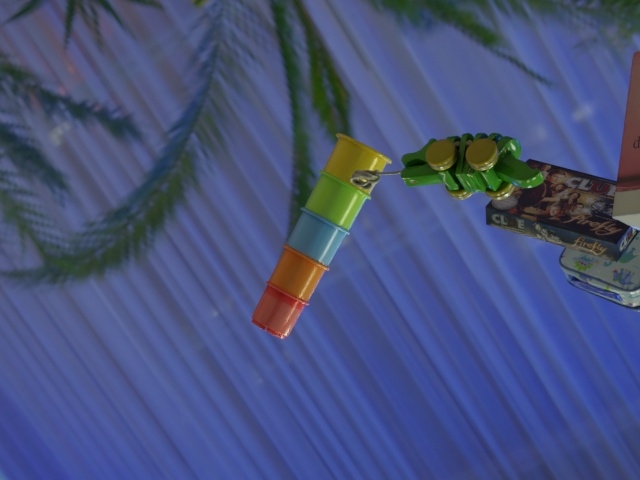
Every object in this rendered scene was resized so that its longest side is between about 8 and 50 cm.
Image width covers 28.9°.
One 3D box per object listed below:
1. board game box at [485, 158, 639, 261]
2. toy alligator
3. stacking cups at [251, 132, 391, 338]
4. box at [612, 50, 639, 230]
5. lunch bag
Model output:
[{"bbox_3d":[0.428,-0.056,2.129,0.243,0.042,0.165,17,-136,30],"label":"board game box"},{"bbox_3d":[0.114,-0.072,1.115,0.189,0.056,0.051,2,-122,34],"label":"toy alligator"},{"bbox_3d":[0.000,0.000,1.876,0.316,0.096,0.096,-65,-165,1],"label":"stacking cups"},{"bbox_3d":[0.476,-0.125,1.571,0.148,0.127,0.232,-7,-112,52],"label":"box"},{"bbox_3d":[0.607,0.042,2.534,0.219,0.090,0.176,22,-114,45],"label":"lunch bag"}]
